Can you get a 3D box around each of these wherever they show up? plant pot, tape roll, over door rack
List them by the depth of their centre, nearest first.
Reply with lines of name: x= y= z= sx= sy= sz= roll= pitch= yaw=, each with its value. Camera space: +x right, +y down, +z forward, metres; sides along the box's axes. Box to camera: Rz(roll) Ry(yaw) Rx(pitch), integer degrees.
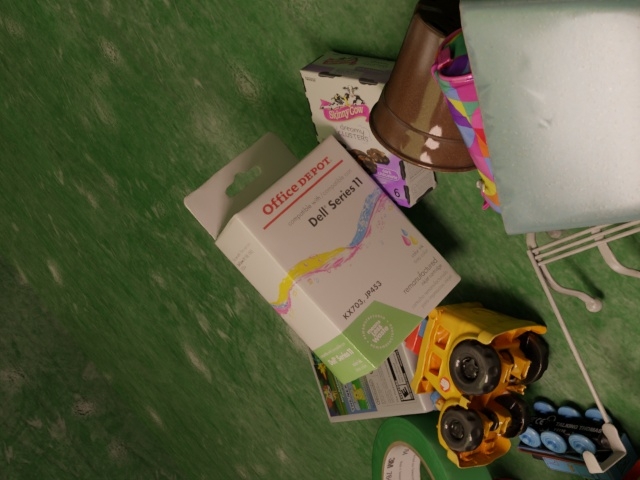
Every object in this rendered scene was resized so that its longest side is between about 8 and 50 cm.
plant pot: x=0.310 y=-0.166 z=0.866 sx=0.252 sy=0.247 sz=0.248 roll=2 pitch=123 yaw=33
over door rack: x=0.390 y=0.104 z=1.092 sx=0.239 sy=0.108 sz=0.324 roll=-29 pitch=73 yaw=57
plant pot: x=0.156 y=-0.196 z=1.103 sx=0.167 sy=0.167 sz=0.165 roll=37 pitch=137 yaw=23
tape roll: x=0.187 y=0.443 z=1.516 sx=0.321 sy=0.077 sz=0.321 roll=172 pitch=90 yaw=-68

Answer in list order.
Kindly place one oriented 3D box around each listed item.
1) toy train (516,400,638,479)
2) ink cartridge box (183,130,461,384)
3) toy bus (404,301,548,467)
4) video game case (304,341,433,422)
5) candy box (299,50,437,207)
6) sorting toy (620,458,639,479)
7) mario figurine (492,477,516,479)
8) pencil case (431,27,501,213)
toy train: x=0.376 y=0.305 z=1.375 sx=0.184 sy=0.080 sz=0.105 roll=-4 pitch=124 yaw=52
ink cartridge box: x=0.000 y=0.000 z=1.300 sx=0.353 sy=0.207 sz=0.119 roll=47 pitch=152 yaw=-1
toy bus: x=0.205 y=0.196 z=1.372 sx=0.211 sy=0.149 sz=0.220 roll=25 pitch=111 yaw=42
video game case: x=0.053 y=0.143 z=1.570 sx=0.300 sy=0.036 sz=0.329 roll=-24 pitch=84 yaw=57
candy box: x=0.070 y=-0.161 z=1.312 sx=0.165 sy=0.070 sz=0.196 roll=19 pitch=136 yaw=41
sorting toy: x=0.411 y=0.402 z=1.277 sx=0.255 sy=0.257 sz=0.089 roll=88 pitch=156 yaw=-46
mario figurine: x=0.305 y=0.553 z=1.601 sx=0.198 sy=0.170 sz=0.320 roll=-17 pitch=122 yaw=14
pencil case: x=0.197 y=-0.125 z=1.015 sx=0.104 sy=0.104 sz=0.236 roll=18 pitch=149 yaw=41
